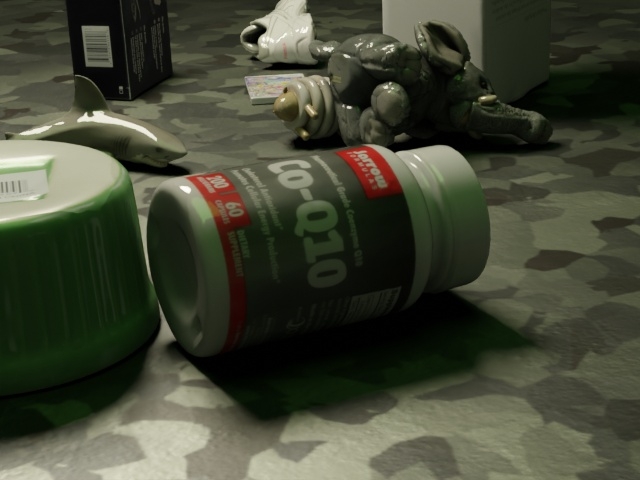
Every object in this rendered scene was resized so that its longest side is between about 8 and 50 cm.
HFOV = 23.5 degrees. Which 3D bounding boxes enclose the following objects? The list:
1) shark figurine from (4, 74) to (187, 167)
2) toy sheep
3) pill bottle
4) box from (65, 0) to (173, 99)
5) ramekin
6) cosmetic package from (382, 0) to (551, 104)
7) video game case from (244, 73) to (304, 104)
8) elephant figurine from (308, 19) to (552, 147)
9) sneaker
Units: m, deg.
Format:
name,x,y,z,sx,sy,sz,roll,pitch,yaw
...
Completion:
name,x,y,z,sx,sy,sz,roll,pitch,yaw
shark figurine,-0.315,-0.140,1.881,0.278,0.116,0.166,-6,19,-16
toy sheep,-0.003,-0.169,1.972,0.132,0.091,0.091,1,15,-36
pill bottle,0.000,0.000,1.397,0.283,0.161,0.161,-12,23,-24
box,-0.291,-0.300,2.242,0.093,0.156,0.158,4,21,19
ramekin,-0.303,0.013,1.406,0.303,0.148,0.303,-2,20,1
cosmetic package,0.201,-0.417,2.085,0.161,0.453,0.230,10,23,30
video game case,-0.061,-0.218,2.206,0.087,0.011,0.122,-4,20,-6
elephant figurine,0.140,-0.187,1.930,0.239,0.186,0.169,-8,-5,-33
sneaker,-0.070,-0.332,2.413,0.115,0.090,0.232,-7,20,-3
